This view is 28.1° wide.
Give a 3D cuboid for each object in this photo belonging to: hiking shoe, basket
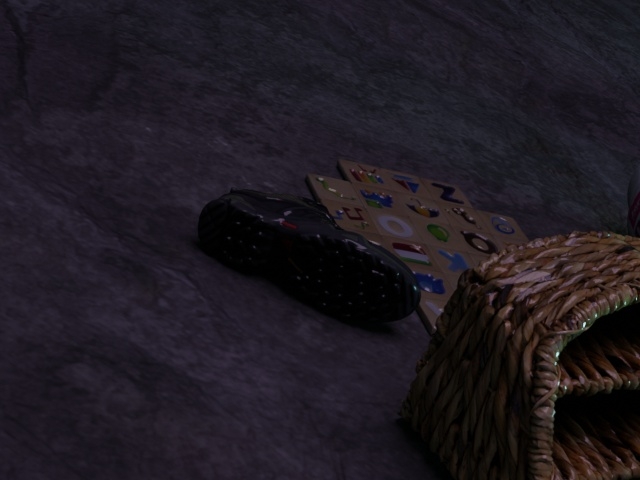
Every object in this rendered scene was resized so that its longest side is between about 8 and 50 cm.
[{"bbox_3d":[0.000,0.000,1.251,0.226,0.086,0.114,25,30,5],"label":"hiking shoe"},{"bbox_3d":[0.261,0.132,1.075,0.299,0.213,0.223,3,32,-35],"label":"basket"}]

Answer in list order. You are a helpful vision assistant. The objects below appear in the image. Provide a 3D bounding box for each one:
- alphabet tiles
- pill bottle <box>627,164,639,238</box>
[{"bbox_3d":[0.140,0.012,1.429,0.285,0.011,0.342,11,29,-25],"label":"alphabet tiles"},{"bbox_3d":[0.461,-0.001,1.546,0.160,0.160,0.283,20,26,-7],"label":"pill bottle"}]
